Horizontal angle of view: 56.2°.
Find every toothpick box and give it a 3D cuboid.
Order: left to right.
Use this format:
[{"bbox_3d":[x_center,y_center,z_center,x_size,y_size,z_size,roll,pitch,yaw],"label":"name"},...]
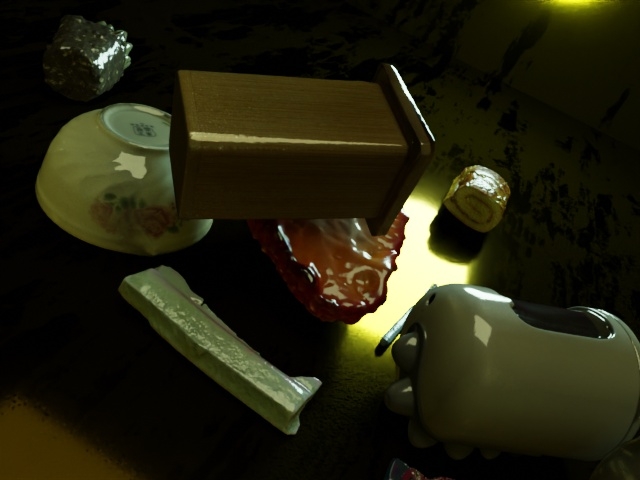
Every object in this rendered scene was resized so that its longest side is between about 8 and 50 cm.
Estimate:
[{"bbox_3d":[-0.041,-0.126,0.822,0.309,0.190,0.187,-1,53,-21],"label":"toothpick box"},{"bbox_3d":[0.237,0.181,0.798,0.317,0.228,0.229,12,35,-16],"label":"toothpick box"}]

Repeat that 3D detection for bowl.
[{"bbox_3d":[-0.283,-0.117,0.926,0.277,0.145,0.277,17,31,-11],"label":"bowl"}]

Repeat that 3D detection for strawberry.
[{"bbox_3d":[0.000,0.000,0.953,0.265,0.149,0.336,9,47,-20],"label":"strawberry"}]

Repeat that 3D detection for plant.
[{"bbox_3d":[-0.452,-0.360,1.167,0.132,0.129,0.194,19,36,-9],"label":"plant"}]

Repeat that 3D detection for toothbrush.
[{"bbox_3d":[0.150,0.118,0.985,0.016,0.019,0.220,40,35,13],"label":"toothbrush"}]

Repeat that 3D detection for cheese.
[{"bbox_3d":[0.140,0.306,0.693,0.145,0.038,0.095,31,33,7],"label":"cheese"}]

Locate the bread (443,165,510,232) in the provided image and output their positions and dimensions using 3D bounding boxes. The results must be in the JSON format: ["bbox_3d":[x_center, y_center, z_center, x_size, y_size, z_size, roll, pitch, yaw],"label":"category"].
[{"bbox_3d":[0.359,-0.101,1.355,0.132,0.103,0.172,36,30,5],"label":"bread"}]

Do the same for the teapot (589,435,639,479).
[{"bbox_3d":[0.423,0.397,0.593,0.300,0.253,0.344,54,23,-16],"label":"teapot"}]

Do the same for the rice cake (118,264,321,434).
[{"bbox_3d":[-0.128,0.129,0.757,0.290,0.051,0.081,35,43,13],"label":"rice cake"}]
